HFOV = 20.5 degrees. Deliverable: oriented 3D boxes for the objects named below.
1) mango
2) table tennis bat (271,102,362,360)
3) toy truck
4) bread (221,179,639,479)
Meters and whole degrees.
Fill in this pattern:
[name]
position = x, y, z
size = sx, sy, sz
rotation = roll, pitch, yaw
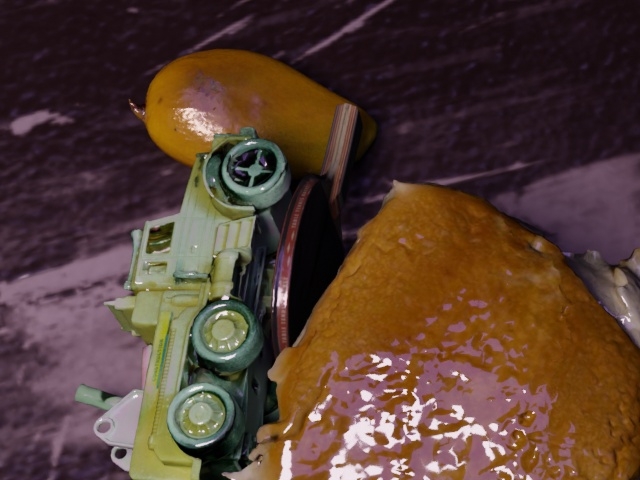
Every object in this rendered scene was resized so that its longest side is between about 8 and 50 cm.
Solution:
[mango]
position = -0.049, -0.091, 1.313
size = 0.187, 0.066, 0.101
rotation = 12, 65, -6
[table tennis bat]
position = 0.000, 0.000, 1.235
size = 0.019, 0.130, 0.220
rotation = 4, 58, 16
[toy truck]
position = -0.087, 0.052, 1.212
size = 0.135, 0.128, 0.260
rotation = 6, 64, 16
[bread]
position = 0.106, 0.107, 1.132
size = 0.250, 0.225, 0.279
rotation = 24, 73, 11
